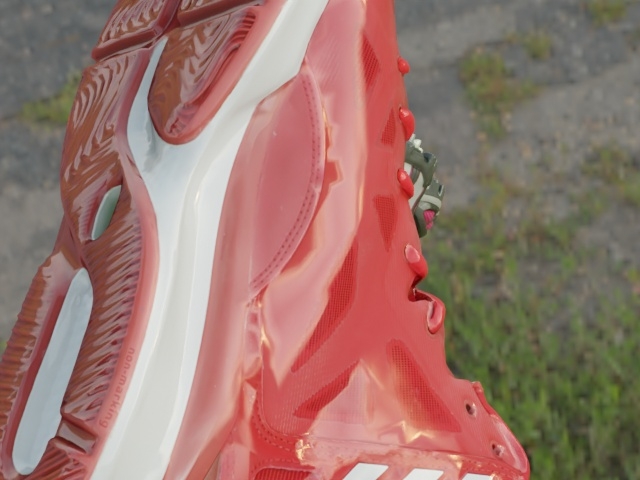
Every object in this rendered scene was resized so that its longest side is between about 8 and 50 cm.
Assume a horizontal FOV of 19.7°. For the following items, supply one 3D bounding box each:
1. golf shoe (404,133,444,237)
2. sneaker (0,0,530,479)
[{"bbox_3d":[0.013,-0.012,1.151,0.105,0.273,0.120,21,82,18],"label":"golf shoe"},{"bbox_3d":[0.000,0.000,0.484,0.087,0.128,0.221,-9,54,52],"label":"sneaker"}]
